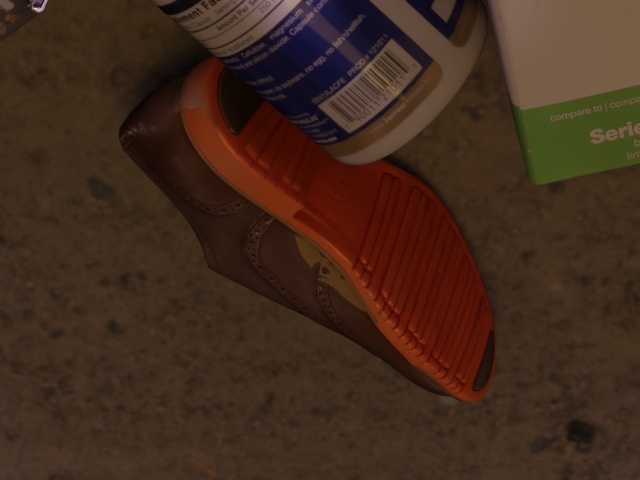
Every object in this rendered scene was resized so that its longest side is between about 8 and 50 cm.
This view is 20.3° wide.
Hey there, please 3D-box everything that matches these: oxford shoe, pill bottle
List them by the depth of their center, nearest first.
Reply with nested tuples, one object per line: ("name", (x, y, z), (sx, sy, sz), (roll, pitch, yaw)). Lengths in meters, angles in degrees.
("pill bottle", (-0.026, -0.185, 1.200), (0.153, 0.153, 0.264), (-40, 114, 23))
("oxford shoe", (0.000, 0.000, 1.364), (0.132, 0.130, 0.364), (-20, 124, 41))

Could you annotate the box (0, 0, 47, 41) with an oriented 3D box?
("box", (-0.405, -0.232, 1.154), (0.318, 0.097, 0.395), (-27, 122, 34))

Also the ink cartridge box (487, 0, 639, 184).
("ink cartridge box", (0.156, -0.207, 1.159), (0.115, 0.198, 0.273), (-11, 123, 7))
